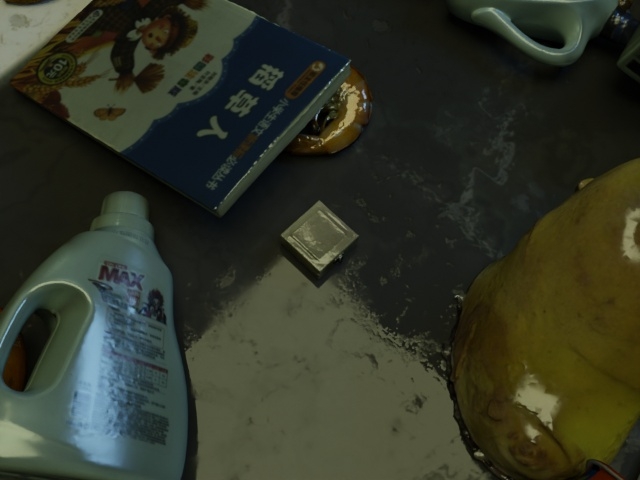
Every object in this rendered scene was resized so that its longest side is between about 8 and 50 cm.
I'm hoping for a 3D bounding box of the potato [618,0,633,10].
[{"bbox_3d":[0.472,-0.402,1.400,0.051,0.040,0.083,-17,69,-15],"label":"potato"}]

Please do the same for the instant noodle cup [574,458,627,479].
[{"bbox_3d":[0.295,0.398,0.952,0.192,0.250,0.250,-31,71,-5],"label":"instant noodle cup"}]

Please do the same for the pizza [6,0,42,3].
[{"bbox_3d":[-0.467,-0.500,1.414,0.181,0.034,0.262,-26,70,-12],"label":"pizza"}]

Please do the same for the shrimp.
[{"bbox_3d":[-0.043,-0.192,1.281,0.249,0.068,0.150,-8,75,-4],"label":"shrimp"}]

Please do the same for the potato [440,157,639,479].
[{"bbox_3d":[0.327,0.079,1.056,0.290,0.296,0.397,40,69,16],"label":"potato"}]

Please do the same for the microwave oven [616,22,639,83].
[{"bbox_3d":[0.682,-0.281,1.211,0.394,0.247,0.333,34,71,1],"label":"microwave oven"}]

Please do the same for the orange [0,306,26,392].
[{"bbox_3d":[-0.473,0.159,1.056,0.224,0.170,0.223,1,67,-3],"label":"orange"}]

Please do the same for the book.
[{"bbox_3d":[-0.210,-0.237,1.262,0.428,0.039,0.300,30,69,24],"label":"book"}]

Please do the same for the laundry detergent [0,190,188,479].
[{"bbox_3d":[-0.279,0.110,1.074,0.264,0.125,0.397,22,53,-31],"label":"laundry detergent"}]

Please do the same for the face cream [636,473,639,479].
[{"bbox_3d":[0.458,0.270,1.105,0.092,0.058,0.243,33,64,18],"label":"face cream"}]

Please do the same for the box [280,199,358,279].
[{"bbox_3d":[0.000,0.000,1.213,0.079,0.035,0.083,-41,75,-17],"label":"box"}]

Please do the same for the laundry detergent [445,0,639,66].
[{"bbox_3d":[0.358,-0.367,1.348,0.281,0.105,0.214,34,68,9],"label":"laundry detergent"}]
